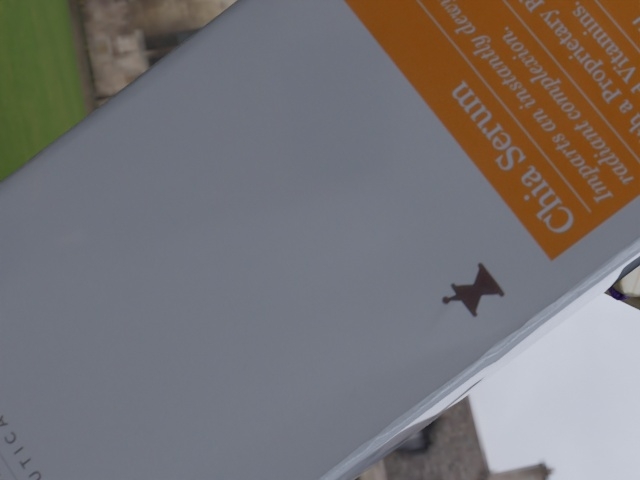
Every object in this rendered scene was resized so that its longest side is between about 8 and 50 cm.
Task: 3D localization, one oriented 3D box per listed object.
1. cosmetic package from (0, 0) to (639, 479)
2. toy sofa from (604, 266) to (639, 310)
[{"bbox_3d":[0.000,0.000,0.640,0.230,0.453,0.161,53,2,12],"label":"cosmetic package"},{"bbox_3d":[0.334,-0.114,1.040,0.150,0.177,0.362,33,-70,62],"label":"toy sofa"}]
